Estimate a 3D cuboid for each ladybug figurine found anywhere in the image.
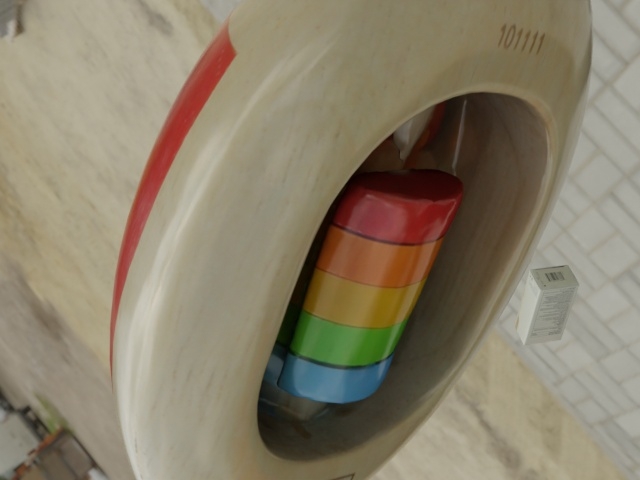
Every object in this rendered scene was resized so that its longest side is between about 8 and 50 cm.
[{"bbox_3d":[0.000,0.000,0.604,0.162,0.305,0.449,42,119,36],"label":"ladybug figurine"}]

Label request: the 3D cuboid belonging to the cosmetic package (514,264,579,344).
[{"bbox_3d":[0.311,0.090,1.329,0.041,0.060,0.115,-108,17,-44],"label":"cosmetic package"}]
